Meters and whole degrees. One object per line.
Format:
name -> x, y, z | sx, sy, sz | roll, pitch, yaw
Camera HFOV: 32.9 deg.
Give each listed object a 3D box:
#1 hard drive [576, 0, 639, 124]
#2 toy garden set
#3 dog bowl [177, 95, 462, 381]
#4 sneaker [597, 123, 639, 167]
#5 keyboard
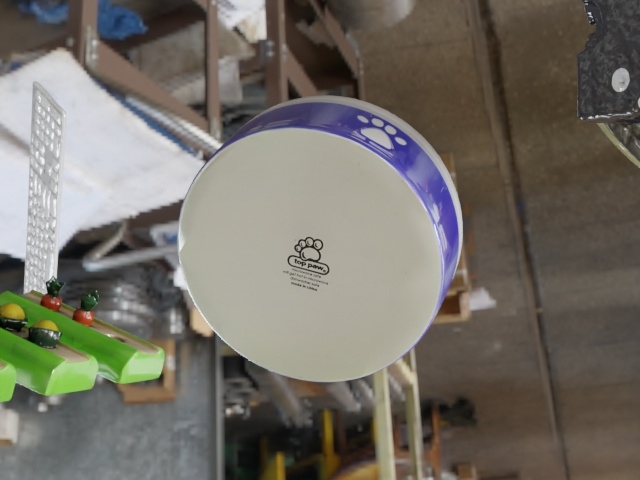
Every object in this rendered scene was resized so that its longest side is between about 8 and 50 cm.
hard drive -> 0.301, -0.207, 0.690 | 0.064, 0.236, 0.339 | 0, 178, -29
toy garden set -> -0.231, 0.028, 0.604 | 0.204, 0.049, 0.244 | 20, -173, 24
dog bowl -> 0.000, 0.000, 1.050 | 0.265, 0.264, 0.104 | -13, -162, 21
sneaker -> 0.390, -0.082, 1.004 | 0.410, 0.158, 0.182 | 19, 177, -20
keyboard -> -0.260, -0.018, 1.018 | 0.014, 0.072, 0.256 | -7, 124, -28
